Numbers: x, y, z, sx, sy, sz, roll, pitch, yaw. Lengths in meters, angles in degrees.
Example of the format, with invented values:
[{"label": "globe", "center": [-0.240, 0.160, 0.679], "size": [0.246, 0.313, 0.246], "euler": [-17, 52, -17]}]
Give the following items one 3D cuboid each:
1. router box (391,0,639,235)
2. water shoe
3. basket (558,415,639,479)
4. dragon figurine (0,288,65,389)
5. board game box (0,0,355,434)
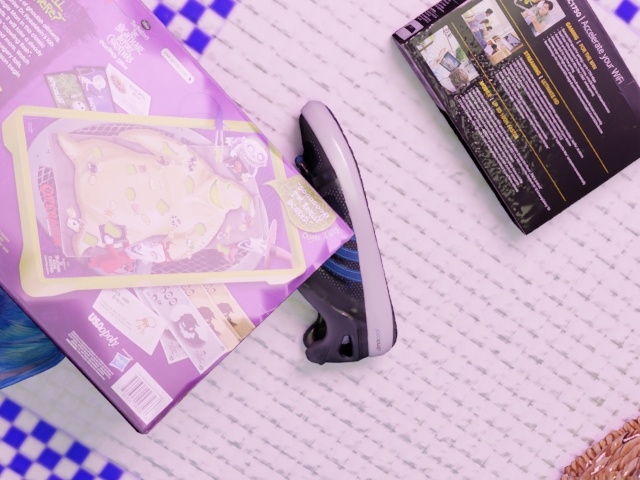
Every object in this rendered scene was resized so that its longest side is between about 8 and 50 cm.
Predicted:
[{"label": "router box", "center": [0.156, -0.113, 1.415], "size": [0.133, 0.046, 0.179], "euler": [-34, 108, 1]}, {"label": "water shoe", "center": [0.000, 0.000, 1.411], "size": [0.080, 0.073, 0.203], "euler": [-15, 106, -1]}, {"label": "basket", "center": [0.370, 0.242, 1.521], "size": [0.213, 0.223, 0.299], "euler": [-43, 110, -30]}, {"label": "dragon figurine", "center": [-0.229, 0.059, 1.383], "size": [0.289, 0.085, 0.144], "euler": [-29, 103, -4]}, {"label": "board game box", "center": [-0.167, -0.061, 1.319], "size": [0.208, 0.056, 0.347], "euler": [-43, 95, -9]}]
